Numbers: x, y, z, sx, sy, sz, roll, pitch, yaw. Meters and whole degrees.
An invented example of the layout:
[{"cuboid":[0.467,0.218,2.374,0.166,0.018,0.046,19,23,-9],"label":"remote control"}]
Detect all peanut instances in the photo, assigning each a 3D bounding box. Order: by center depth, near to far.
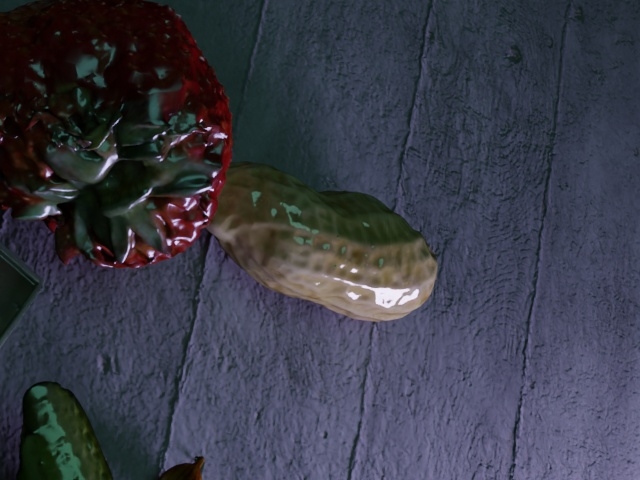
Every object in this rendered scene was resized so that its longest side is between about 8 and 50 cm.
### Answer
[{"cuboid":[0.000,0.000,1.814,0.325,0.140,0.153,26,66,-25],"label":"peanut"}]

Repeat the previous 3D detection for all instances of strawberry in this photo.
[{"cuboid":[-0.237,-0.154,1.634,0.312,0.267,0.351,28,35,-20],"label":"strawberry"}]

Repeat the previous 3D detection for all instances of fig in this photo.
[{"cuboid":[-0.147,0.260,1.673,0.050,0.050,0.083,50,39,-11],"label":"fig"}]

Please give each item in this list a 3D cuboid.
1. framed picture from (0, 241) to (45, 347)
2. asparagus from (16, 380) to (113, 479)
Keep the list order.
[{"cuboid":[-0.413,0.074,1.553,0.189,0.023,0.260,43,54,-17],"label":"framed picture"},{"cuboid":[-0.225,0.328,1.543,0.108,0.128,0.382,-21,85,-7],"label":"asparagus"}]
